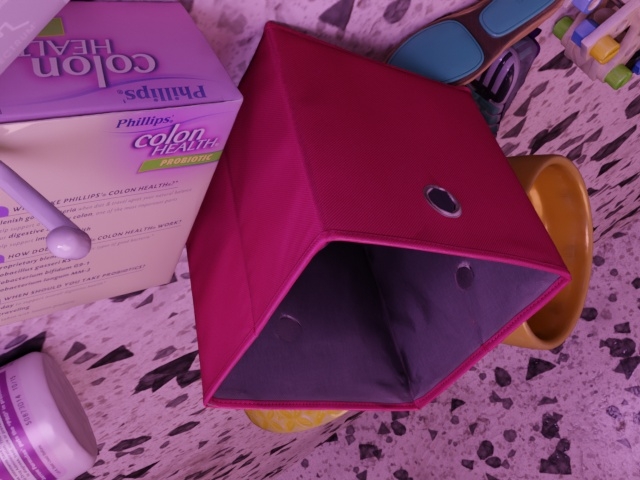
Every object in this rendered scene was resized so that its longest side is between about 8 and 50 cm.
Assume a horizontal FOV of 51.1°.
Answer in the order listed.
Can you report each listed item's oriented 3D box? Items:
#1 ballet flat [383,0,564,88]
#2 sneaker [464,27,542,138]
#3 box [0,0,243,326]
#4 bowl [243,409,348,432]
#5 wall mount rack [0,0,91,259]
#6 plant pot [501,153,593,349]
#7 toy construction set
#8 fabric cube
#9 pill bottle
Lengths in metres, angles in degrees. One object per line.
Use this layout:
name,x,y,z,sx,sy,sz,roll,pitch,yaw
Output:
ballet flat,0.170,-0.219,0.747,0.232,0.080,0.073,-30,173,-3
sneaker,0.227,-0.180,0.894,0.098,0.083,0.224,-36,165,-27
box,-0.210,-0.053,0.526,0.213,0.117,0.243,-15,152,-36
bowl,-0.032,0.134,1.037,0.289,0.289,0.156,-31,114,-4
wall mount rack,-0.110,-0.119,0.247,0.350,0.130,0.304,-50,170,-4
plant pot,0.217,0.009,0.931,0.239,0.254,0.254,5,-173,42
toy construction set,0.438,-0.311,0.837,0.327,0.151,0.215,-22,157,2
fabric cube,0.029,-0.007,0.659,0.254,0.258,0.259,10,137,-28
pill bottle,-0.444,0.274,0.808,0.301,0.169,0.169,-27,157,-14
